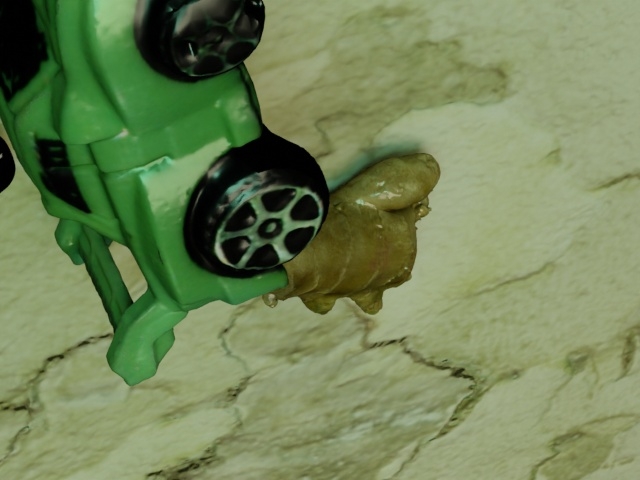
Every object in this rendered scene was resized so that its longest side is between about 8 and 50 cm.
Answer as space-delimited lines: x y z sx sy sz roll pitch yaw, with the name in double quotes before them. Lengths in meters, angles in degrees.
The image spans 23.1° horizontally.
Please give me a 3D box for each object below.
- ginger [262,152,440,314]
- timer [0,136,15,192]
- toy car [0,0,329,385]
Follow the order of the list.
"ginger" 0.007 0.007 1.223 0.205 0.081 0.115 -22 149 -18
"timer" -0.305 -0.064 1.007 0.144 0.055 0.187 -38 132 4
"toy car" -0.116 -0.091 0.960 0.176 0.213 0.358 -25 140 -5
